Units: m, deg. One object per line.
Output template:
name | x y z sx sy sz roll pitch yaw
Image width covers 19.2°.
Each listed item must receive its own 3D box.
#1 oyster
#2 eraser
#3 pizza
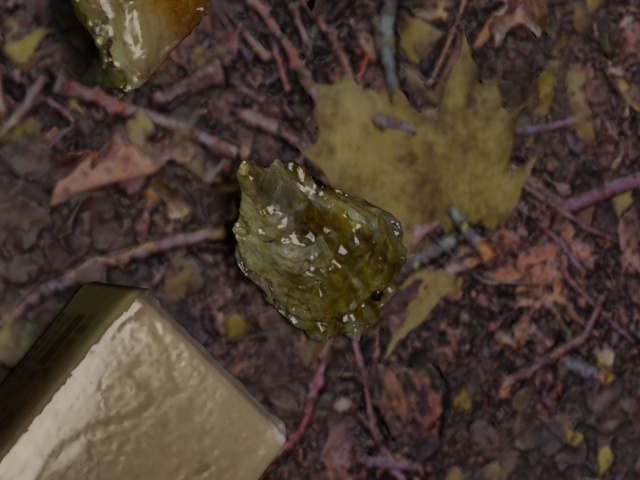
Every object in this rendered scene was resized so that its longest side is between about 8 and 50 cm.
oyster | 0.000 0.000 1.194 0.122 0.045 0.146 -30 108 -42
eraser | -0.174 0.193 1.067 0.144 0.078 0.343 46 70 -23
pizza | -0.106 -0.203 1.104 0.147 0.069 0.226 -20 107 -51
